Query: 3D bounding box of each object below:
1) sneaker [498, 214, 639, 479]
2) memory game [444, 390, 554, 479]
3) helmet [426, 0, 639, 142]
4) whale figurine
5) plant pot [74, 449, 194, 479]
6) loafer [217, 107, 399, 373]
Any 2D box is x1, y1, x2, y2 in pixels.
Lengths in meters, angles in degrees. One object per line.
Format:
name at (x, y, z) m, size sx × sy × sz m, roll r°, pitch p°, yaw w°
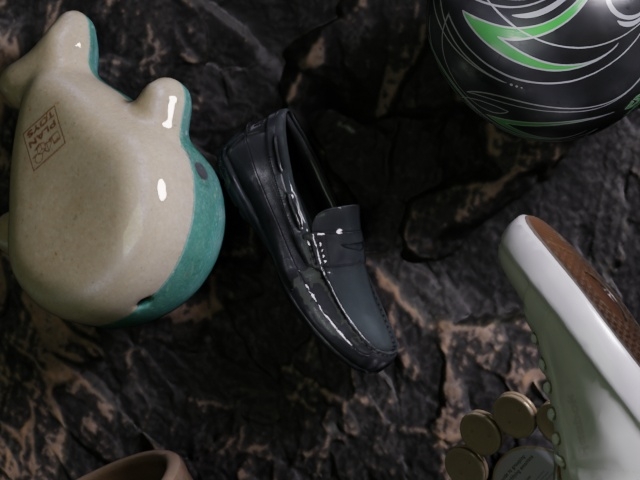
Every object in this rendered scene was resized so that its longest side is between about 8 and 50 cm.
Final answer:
sneaker at (0.180, 0.124, 1.278) m, size 0.123 × 0.106 × 0.290 m, roll -35°, pitch 79°, yaw 17°
memory game at (0.173, 0.197, 1.435) m, size 0.186 × 0.012 × 0.186 m, roll 19°, pitch 124°, yaw 31°
helmet at (0.162, -0.153, 1.385) m, size 0.162 × 0.169 × 0.169 m, roll -27°, pitch 83°, yaw 3°
whale figurine at (-0.171, -0.053, 1.546) m, size 0.216 × 0.141 × 0.272 m, roll -41°, pitch 55°, yaw 23°
plant pot at (-0.165, 0.329, 1.506) m, size 0.263 × 0.263 × 0.229 m, roll -27°, pitch 102°, yaw 19°
loafer at (0.000, 0.000, 1.496) m, size 0.078 × 0.076 × 0.223 m, roll -37°, pitch 76°, yaw 26°
